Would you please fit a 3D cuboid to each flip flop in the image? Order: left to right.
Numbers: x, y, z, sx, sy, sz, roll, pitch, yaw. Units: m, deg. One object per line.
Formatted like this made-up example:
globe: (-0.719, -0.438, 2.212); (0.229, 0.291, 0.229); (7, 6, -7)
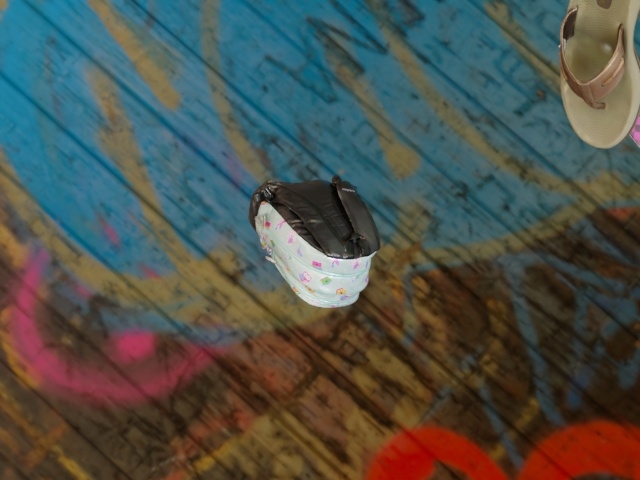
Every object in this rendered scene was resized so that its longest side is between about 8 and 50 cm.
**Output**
flip flop: (0.331, -0.231, 1.023); (0.080, 0.112, 0.277); (-39, 140, -30)

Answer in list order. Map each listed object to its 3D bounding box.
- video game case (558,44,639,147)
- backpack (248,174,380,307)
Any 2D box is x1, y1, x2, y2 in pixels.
video game case: (0.481, -0.196, 1.317); (0.042, 0.232, 0.210); (-40, 142, 22)
backpack: (0.000, 0.000, 1.124); (0.151, 0.182, 0.115); (-12, 131, -28)
